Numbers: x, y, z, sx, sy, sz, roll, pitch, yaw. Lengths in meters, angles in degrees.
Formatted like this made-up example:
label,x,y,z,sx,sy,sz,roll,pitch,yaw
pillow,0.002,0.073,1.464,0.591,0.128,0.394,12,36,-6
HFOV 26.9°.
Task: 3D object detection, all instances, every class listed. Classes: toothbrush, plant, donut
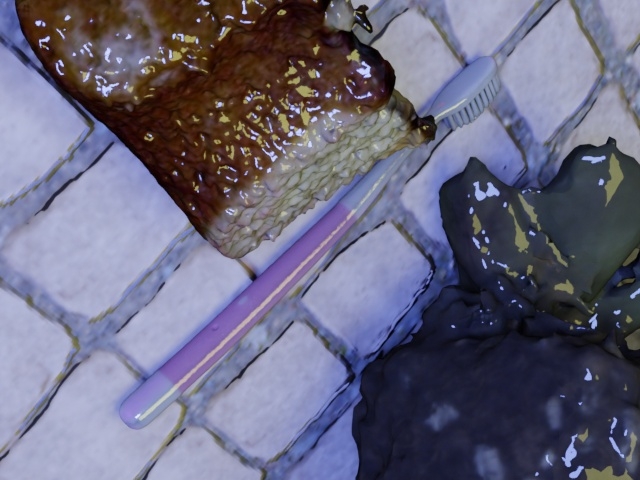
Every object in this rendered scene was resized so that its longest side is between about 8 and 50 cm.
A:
label,x,y,z,sx,sy,sz,roll,pitch,yaw
toothbrush,0.000,0.000,0.730,0.286,0.020,0.025,-44,138,-12
plant,0.137,0.106,0.776,0.215,0.213,0.312,24,60,-43
donut,-0.042,-0.080,0.602,0.126,0.144,0.186,-44,162,-4
